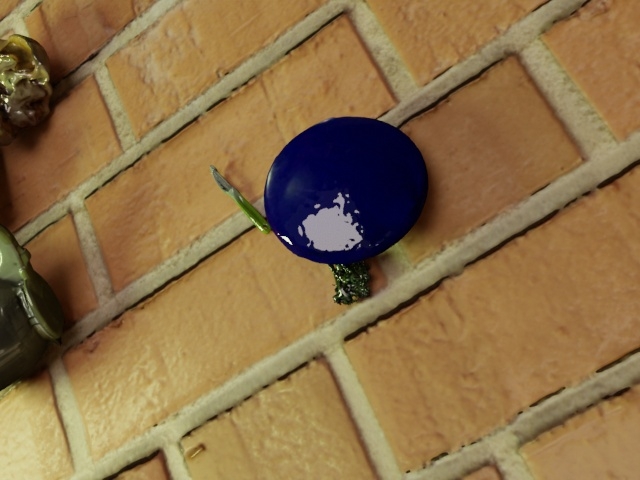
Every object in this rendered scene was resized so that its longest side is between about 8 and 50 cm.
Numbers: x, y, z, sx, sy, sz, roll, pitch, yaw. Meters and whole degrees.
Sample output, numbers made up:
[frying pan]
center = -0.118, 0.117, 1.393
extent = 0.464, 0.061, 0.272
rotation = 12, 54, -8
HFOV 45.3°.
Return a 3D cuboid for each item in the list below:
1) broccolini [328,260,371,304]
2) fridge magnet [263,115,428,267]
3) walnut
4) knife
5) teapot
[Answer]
[broccolini]
center = 0.002, -0.004, 1.265
extent = 0.071, 0.058, 0.254
rotation = -20, 63, -28
[fridge magnet]
center = 0.040, -0.080, 1.213
extent = 0.265, 0.113, 0.266
rotation = -7, 62, 12
[walnut]
center = -0.658, -0.312, 1.624
extent = 0.204, 0.141, 0.238
rotation = 31, 81, 33
[knife]
center = -0.146, -0.073, 1.373
extent = 0.022, 0.026, 0.184
rotation = -33, 62, -19
[teapot]
center = -0.623, 0.119, 1.433
extent = 0.239, 0.239, 0.322
rotation = -25, 85, -6
